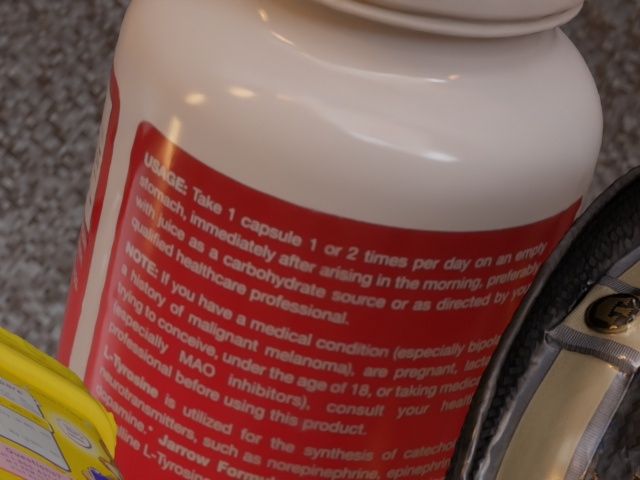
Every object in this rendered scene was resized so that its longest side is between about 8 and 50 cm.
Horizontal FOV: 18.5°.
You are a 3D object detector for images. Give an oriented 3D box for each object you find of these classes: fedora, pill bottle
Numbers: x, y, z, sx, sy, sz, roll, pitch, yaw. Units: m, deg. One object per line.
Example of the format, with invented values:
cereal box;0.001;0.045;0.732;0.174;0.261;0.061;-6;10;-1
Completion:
fedora;0.184;0.118;0.734;0.152;0.334;0.334;10;129;39
pill bottle;0.000;0.000;0.941;0.229;0.229;0.408;20;120;9

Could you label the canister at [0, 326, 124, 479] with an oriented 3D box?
canister;-0.100;0.087;0.559;0.126;0.170;0.073;33;98;-32
